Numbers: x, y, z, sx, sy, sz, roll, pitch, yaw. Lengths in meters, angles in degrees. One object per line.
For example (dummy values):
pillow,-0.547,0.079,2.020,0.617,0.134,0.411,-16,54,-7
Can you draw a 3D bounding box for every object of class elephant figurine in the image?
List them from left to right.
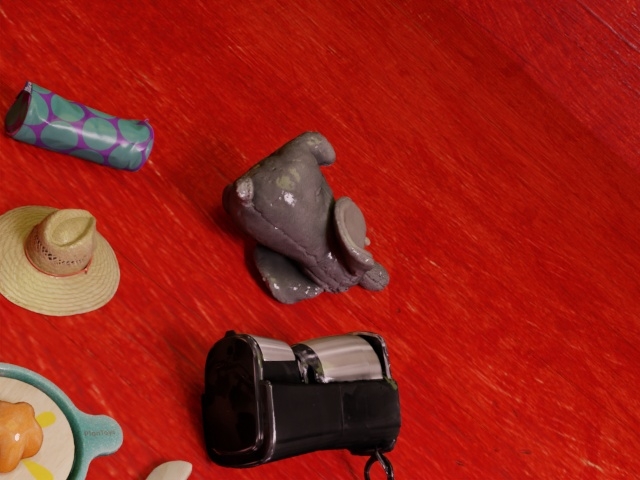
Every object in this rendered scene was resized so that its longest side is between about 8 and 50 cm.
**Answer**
elephant figurine,0.000,0.000,0.939,0.186,0.169,0.239,-39,100,-28

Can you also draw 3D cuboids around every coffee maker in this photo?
coffee maker,-0.012,0.170,0.748,0.178,0.120,0.171,4,50,-43

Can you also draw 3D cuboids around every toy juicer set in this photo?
toy juicer set,-0.237,0.176,0.537,0.329,0.089,0.209,29,35,-20

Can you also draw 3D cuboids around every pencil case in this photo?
pencil case,-0.267,-0.126,0.867,0.152,0.064,0.070,17,57,-34

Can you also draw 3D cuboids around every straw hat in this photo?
straw hat,-0.247,0.001,0.747,0.145,0.061,0.144,27,36,-22
